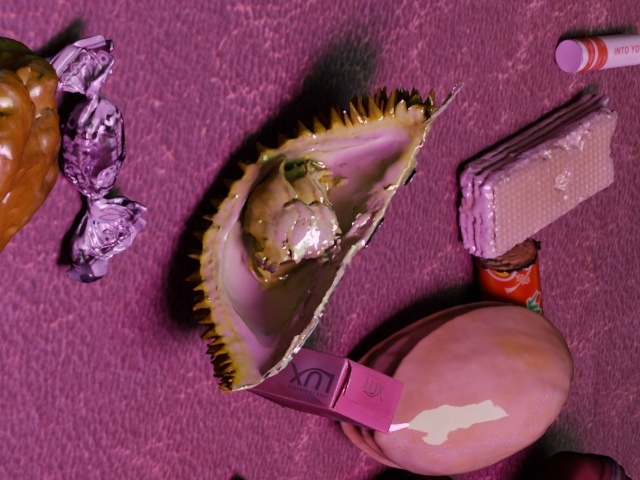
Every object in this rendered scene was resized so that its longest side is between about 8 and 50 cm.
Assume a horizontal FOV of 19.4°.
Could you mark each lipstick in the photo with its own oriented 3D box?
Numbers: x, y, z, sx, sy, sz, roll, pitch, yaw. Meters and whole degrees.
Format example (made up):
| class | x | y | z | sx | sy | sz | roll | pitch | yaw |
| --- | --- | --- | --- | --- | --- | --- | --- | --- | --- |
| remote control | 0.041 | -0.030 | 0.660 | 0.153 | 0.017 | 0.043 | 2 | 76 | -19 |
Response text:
| class | x | y | z | sx | sy | sz | roll | pitch | yaw |
| --- | --- | --- | --- | --- | --- | --- | --- | --- | --- |
| lipstick | 0.321 | -0.215 | 2.131 | 0.131 | 0.038 | 0.038 | -12 | 118 | -46 |

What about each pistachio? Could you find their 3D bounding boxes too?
| class | x | y | z | sx | sy | sz | roll | pitch | yaw |
| --- | --- | --- | --- | --- | --- | --- | --- | --- | --- |
| pistachio | 0.154 | 0.164 | 2.034 | 0.293 | 0.162 | 0.181 | -11 | 104 | -28 |

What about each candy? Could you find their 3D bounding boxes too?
| class | x | y | z | sx | sy | sz | roll | pitch | yaw |
| --- | --- | --- | --- | --- | --- | --- | --- | --- | --- |
| candy | -0.198 | -0.069 | 1.606 | 0.094 | 0.051 | 0.226 | -26 | 128 | -35 |

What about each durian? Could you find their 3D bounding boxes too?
| class | x | y | z | sx | sy | sz | roll | pitch | yaw |
| --- | --- | --- | --- | --- | --- | --- | --- | --- | --- |
| durian | -0.003 | -0.006 | 1.765 | 0.355 | 0.169 | 0.157 | -55 | 138 | -11 |

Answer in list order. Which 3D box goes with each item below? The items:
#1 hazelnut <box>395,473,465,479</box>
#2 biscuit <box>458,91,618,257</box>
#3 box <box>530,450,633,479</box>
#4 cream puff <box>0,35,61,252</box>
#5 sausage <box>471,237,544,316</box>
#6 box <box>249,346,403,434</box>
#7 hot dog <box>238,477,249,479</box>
| class | x | y | z | sx | sy | sz | roll | pitch | yaw |
| --- | --- | --- | --- | --- | --- | --- | --- | --- | --- |
| hazelnut | 0.126 | 0.379 | 2.090 | 0.218 | 0.218 | 0.234 | -25 | 91 | -39 |
| biscuit | 0.248 | -0.075 | 2.103 | 0.239 | 0.062 | 0.108 | -31 | 130 | -36 |
| box | 0.246 | 0.435 | 2.253 | 0.404 | 0.108 | 0.263 | -60 | -179 | -7 |
| cream puff | -0.296 | -0.053 | 1.384 | 0.244 | 0.196 | 0.244 | -168 | -90 | -85 |
| sausage | 0.228 | 0.110 | 2.169 | 0.083 | 0.083 | 0.264 | -38 | 134 | -30 |
| box | -0.008 | 0.140 | 1.853 | 0.111 | 0.156 | 0.060 | 27 | 76 | -52 |
| hot dog | -0.077 | 0.309 | 1.950 | 0.062 | 0.038 | 0.144 | -30 | 129 | -36 |
